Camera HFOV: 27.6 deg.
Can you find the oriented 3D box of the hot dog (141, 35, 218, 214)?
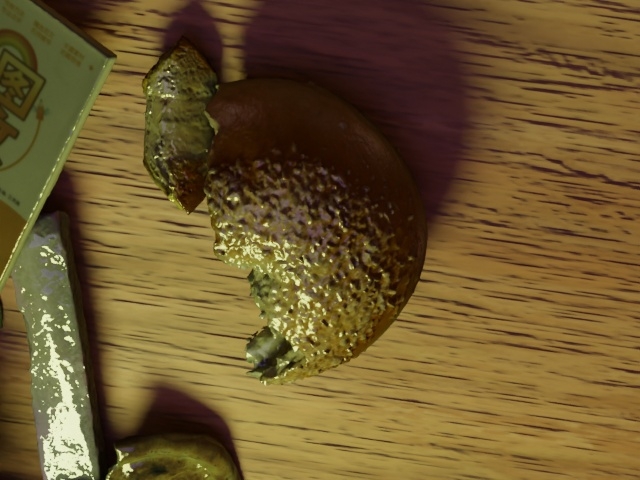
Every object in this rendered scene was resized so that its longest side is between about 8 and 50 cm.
[{"bbox_3d":[-0.135,-0.111,1.251,0.078,0.061,0.169,-2,98,-29],"label":"hot dog"}]

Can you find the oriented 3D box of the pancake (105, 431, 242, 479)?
[{"bbox_3d":[-0.190,0.305,1.441,0.212,0.029,0.235,32,102,-33],"label":"pancake"}]

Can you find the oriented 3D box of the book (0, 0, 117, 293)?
[{"bbox_3d":[-0.337,-0.113,1.258,0.208,0.020,0.295,36,116,9],"label":"book"}]

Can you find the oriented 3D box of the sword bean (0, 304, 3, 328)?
[{"bbox_3d":[-0.347,0.056,1.382,0.012,0.012,0.083,-4,115,7],"label":"sword bean"}]

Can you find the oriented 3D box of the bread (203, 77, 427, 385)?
[{"bbox_3d":[0.005,0.003,1.237,0.192,0.171,0.314,-2,117,10],"label":"bread"}]

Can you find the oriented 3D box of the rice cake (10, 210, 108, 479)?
[{"bbox_3d":[-0.277,0.147,1.392,0.070,0.064,0.399,-2,116,1],"label":"rice cake"}]
